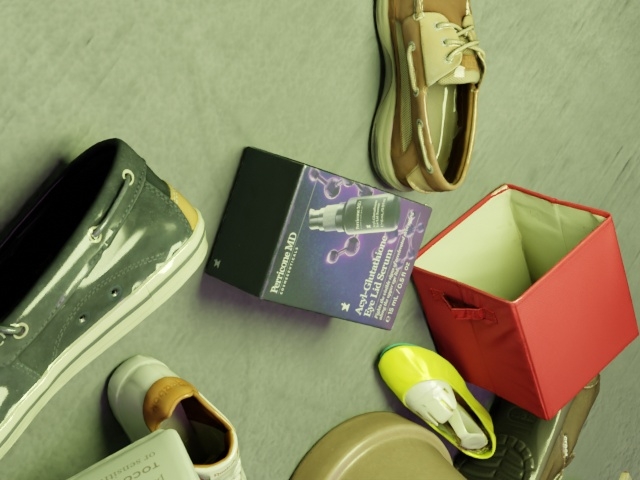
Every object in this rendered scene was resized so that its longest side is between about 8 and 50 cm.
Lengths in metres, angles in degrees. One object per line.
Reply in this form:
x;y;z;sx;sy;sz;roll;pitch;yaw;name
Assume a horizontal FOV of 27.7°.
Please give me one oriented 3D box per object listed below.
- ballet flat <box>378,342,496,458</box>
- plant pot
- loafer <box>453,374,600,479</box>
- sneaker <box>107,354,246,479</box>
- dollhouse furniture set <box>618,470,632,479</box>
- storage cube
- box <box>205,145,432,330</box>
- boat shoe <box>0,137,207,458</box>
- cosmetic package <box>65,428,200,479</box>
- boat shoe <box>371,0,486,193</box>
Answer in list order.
0.158;0.209;1.637;0.077;0.077;0.231;-35;131;13;ballet flat
0.112;0.367;1.559;0.263;0.229;0.263;-13;112;-35;plant pot
0.284;0.296;1.738;0.130;0.134;0.366;40;77;-39;loafer
-0.128;0.258;1.401;0.106;0.123;0.290;-44;128;-23;sneaker
0.371;0.423;1.792;0.129;0.129;0.183;-58;135;-43;dollhouse furniture set
0.253;0.074;1.614;0.215;0.184;0.193;-39;126;-25;storage cube
0.000;0.000;1.434;0.207;0.108;0.153;15;94;-41;box
-0.312;0.088;1.166;0.500;0.187;0.156;-44;121;-27;boat shoe
-0.172;0.461;1.195;0.327;0.393;0.329;-27;123;-6;cosmetic package
0.139;-0.208;1.477;0.123;0.116;0.324;-12;111;-36;boat shoe
